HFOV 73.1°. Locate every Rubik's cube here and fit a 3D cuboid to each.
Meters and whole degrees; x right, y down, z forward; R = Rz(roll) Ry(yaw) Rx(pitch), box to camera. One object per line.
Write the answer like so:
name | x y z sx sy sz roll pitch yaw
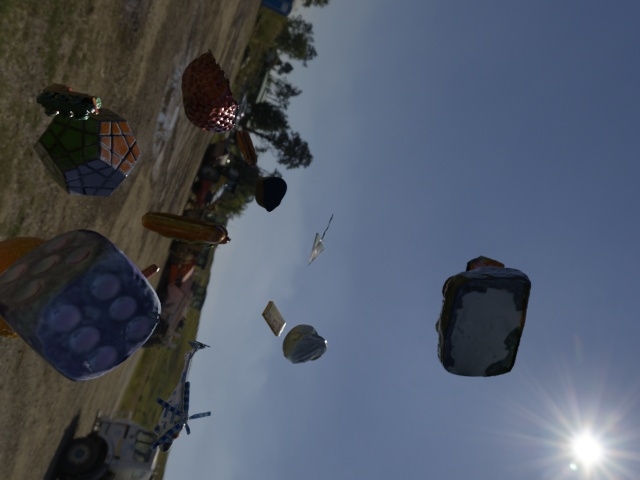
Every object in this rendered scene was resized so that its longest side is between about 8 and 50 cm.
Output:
Rubik's cube | -0.771 -0.300 1.441 0.319 0.264 0.319 -34 -146 28

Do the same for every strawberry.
strawberry | -0.370 -0.451 1.407 0.253 0.150 0.280 88 -23 -48

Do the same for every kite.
kite | 0.001 0.001 1.831 0.250 0.012 0.229 -63 166 -10

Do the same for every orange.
orange | -1.009 0.157 1.445 0.340 0.293 0.341 1 -88 40

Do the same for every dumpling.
dumpling | -0.047 0.324 1.348 0.092 0.150 0.176 -114 -139 -52

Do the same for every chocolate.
chocolate | -0.212 -0.191 1.686 0.080 0.125 0.149 11 -112 40

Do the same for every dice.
dice | -0.585 0.154 1.055 0.271 0.270 0.270 18 -130 39

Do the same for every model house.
model house | 0.375 0.156 1.111 0.301 0.190 0.271 -86 176 -69

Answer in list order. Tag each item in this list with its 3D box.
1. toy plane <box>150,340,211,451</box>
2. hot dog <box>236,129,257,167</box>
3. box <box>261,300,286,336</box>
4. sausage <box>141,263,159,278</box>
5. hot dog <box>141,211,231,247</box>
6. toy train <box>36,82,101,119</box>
toy plane | -0.386 0.411 1.155 0.107 0.182 0.273 -20 -112 31
hot dog | -0.272 -0.340 1.598 0.038 0.062 0.144 -24 -96 37
box | -0.187 0.319 1.752 0.020 0.149 0.073 1 -136 29
sausage | -0.776 0.151 1.911 0.131 0.039 0.041 -35 -141 -12
hot dog | -0.508 -0.037 1.644 0.135 0.337 0.100 -98 -159 -88
toy train | -0.444 -0.248 0.769 0.064 0.103 0.044 -75 174 -52
